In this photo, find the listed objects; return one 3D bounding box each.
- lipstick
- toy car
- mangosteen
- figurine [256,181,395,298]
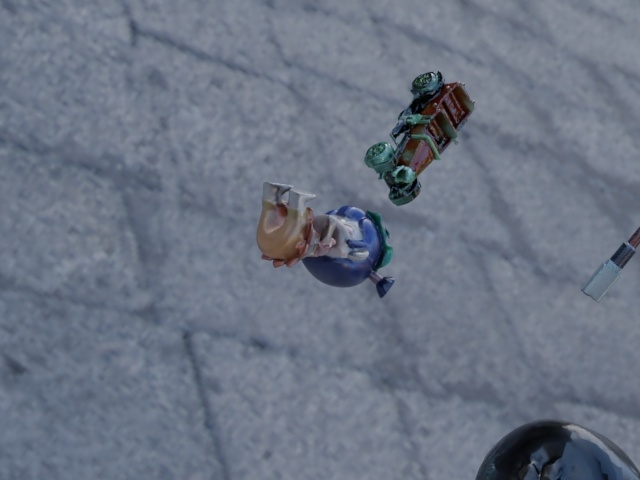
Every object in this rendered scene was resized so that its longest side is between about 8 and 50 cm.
[{"bbox_3d":[0.347,0.024,1.706,0.025,0.107,0.025,39,9,3],"label":"lipstick"},{"bbox_3d":[0.103,-0.105,1.499,0.143,0.054,0.073,-56,132,-29],"label":"toy car"},{"bbox_3d":[0.281,0.323,1.695,0.243,0.243,0.243,29,30,-18],"label":"mangosteen"},{"bbox_3d":[0.000,0.000,1.673,0.195,0.102,0.111,15,6,-45],"label":"figurine"}]
